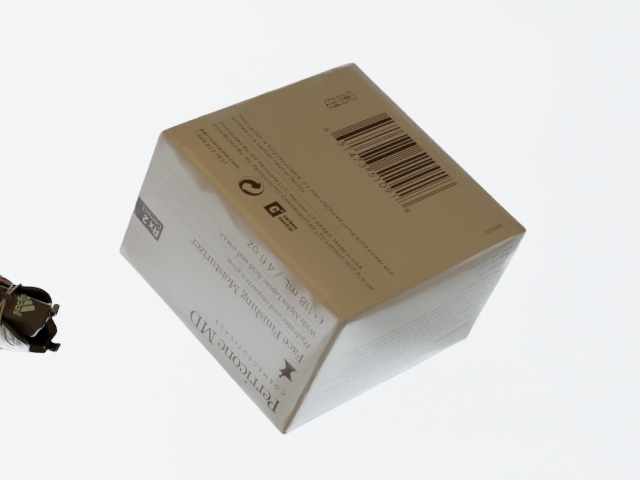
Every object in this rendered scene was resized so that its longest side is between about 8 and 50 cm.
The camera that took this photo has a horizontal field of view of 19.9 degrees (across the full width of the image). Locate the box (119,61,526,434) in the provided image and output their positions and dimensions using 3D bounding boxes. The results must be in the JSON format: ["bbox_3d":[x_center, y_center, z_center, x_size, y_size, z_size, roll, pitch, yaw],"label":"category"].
[{"bbox_3d":[0.000,0.000,1.194,0.182,0.119,0.181,-25,-119,-40],"label":"box"}]

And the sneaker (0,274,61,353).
[{"bbox_3d":[-0.162,0.027,0.918,0.098,0.069,0.038,52,-125,-52],"label":"sneaker"}]
